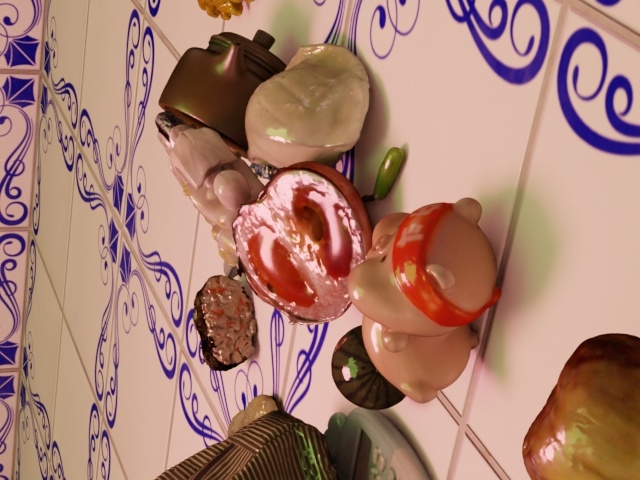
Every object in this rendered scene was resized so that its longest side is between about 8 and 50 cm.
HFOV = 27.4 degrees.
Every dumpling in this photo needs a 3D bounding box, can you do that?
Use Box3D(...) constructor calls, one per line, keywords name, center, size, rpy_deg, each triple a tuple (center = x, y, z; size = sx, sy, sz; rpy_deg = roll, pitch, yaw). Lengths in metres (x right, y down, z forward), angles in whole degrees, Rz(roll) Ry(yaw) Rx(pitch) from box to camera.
Box3D(name="dumpling", center=(-0.014, -0.181, 1.753), size=(0.252, 0.131, 0.179), rpy_deg=(0, 64, 59))

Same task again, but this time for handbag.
Box3D(name="handbag", center=(-0.079, 0.406, 1.697), size=(0.247, 0.240, 0.341), rpy_deg=(10, 115, 67))

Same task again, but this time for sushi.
Box3D(name="sushi", center=(-0.156, 0.134, 2.139), size=(0.078, 0.090, 0.150), rpy_deg=(134, 129, -64))

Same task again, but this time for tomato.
Box3D(name="tomato", center=(0.000, 0.000, 1.720), size=(0.228, 0.112, 0.199), rpy_deg=(-37, 83, 43))

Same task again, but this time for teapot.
Box3D(name="teapot", center=(-0.120, -0.228, 1.953), size=(0.175, 0.185, 0.268), rpy_deg=(-58, -8, -4))

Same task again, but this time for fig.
Box3D(name="fig", center=(0.260, 0.185, 1.070), size=(0.160, 0.143, 0.231), rpy_deg=(-59, 33, 23))

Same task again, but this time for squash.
Box3D(name="squash", center=(0.083, -0.081, 1.637), size=(0.089, 0.027, 0.027), rpy_deg=(109, 150, -43))

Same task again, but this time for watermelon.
Box3D(name="watermelon", center=(0.066, 0.152, 1.578), size=(0.133, 0.105, 0.105), rpy_deg=(180, 89, -85))

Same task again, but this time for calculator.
Box3D(name="calculator", center=(0.075, 0.316, 1.659), size=(0.295, 0.042, 0.184), rpy_deg=(-133, 46, -54))

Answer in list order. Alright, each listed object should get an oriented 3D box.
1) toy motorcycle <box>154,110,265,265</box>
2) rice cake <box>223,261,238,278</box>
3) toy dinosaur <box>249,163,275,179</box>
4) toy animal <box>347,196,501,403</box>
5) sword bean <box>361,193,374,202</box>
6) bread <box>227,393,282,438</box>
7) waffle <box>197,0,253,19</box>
Box3D(name="toy motorcycle", center=(-0.119, -0.046, 1.864), size=(0.341, 0.108, 0.223), rpy_deg=(54, 169, -10))
Box3D(name="rice cake", center=(-0.123, -0.007, 2.124), size=(0.033, 0.033, 0.208), rpy_deg=(63, 148, 29))
Box3D(name="toy dinosaur", center=(-0.089, -0.125, 2.037), size=(0.083, 0.030, 0.047), rpy_deg=(-126, 42, -52))
Box3D(name="toy animal", center=(0.111, 0.056, 1.412), size=(0.171, 0.171, 0.198), rpy_deg=(-117, 27, -46))
Box3D(name="sword bean", center=(0.057, -0.052, 1.718), size=(0.083, 0.012, 0.012), rpy_deg=(159, 108, -67))
Box3D(name="bread", center=(-0.102, 0.357, 2.071), size=(0.207, 0.056, 0.286), rpy_deg=(-118, 35, -44))
Box3D(name="waffle", center=(-0.168, -0.492, 2.161), size=(0.293, 0.069, 0.260), rpy_deg=(-137, 51, -62))
